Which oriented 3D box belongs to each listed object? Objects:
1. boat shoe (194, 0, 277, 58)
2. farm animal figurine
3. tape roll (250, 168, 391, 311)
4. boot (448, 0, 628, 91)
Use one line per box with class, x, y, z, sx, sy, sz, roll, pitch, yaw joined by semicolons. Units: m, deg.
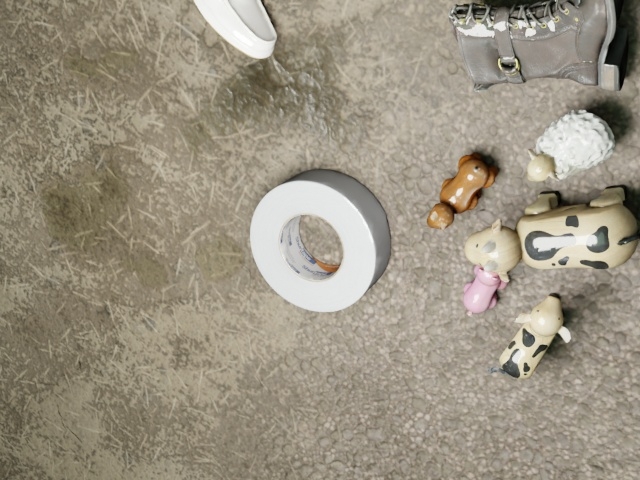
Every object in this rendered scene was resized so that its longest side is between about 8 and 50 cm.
boat shoe;-0.144;-0.401;1.537;0.096;0.098;0.277;-36;90;34
farm animal figurine;0.299;0.023;1.434;0.327;0.172;0.330;-23;98;32
tape roll;0.000;0.000;1.639;0.219;0.072;0.219;10;115;23
boot;0.275;-0.286;1.335;0.229;0.091;0.263;8;140;24
